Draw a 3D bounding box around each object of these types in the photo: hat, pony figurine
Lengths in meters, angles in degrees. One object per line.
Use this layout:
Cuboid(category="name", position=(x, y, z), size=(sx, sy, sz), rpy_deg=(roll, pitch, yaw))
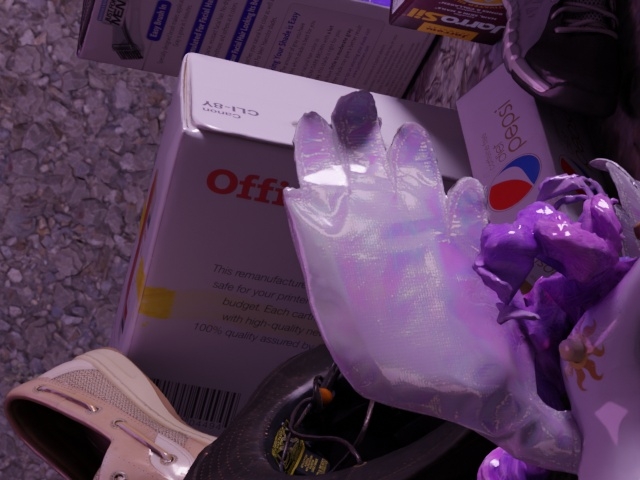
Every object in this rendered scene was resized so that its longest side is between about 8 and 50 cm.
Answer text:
Cuboid(category="hat", position=(0.069, 0.156, 1.449), size=(0.134, 0.331, 0.331), rpy_deg=(61, 176, -16))
Cuboid(category="pony figurine", position=(0.158, 0.075, 1.039), size=(0.363, 0.302, 0.351), rpy_deg=(-31, 57, 54))

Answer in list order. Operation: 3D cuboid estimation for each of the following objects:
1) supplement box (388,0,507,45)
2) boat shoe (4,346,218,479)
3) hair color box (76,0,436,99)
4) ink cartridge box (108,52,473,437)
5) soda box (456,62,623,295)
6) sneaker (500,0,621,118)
Cuboid(category="supplement box", position=(0.134, -0.236, 1.648), size=(0.188, 0.104, 0.081), rpy_deg=(140, 137, -72))
Cuboid(category="boat shoe", position=(-0.135, 0.209, 1.585), size=(0.341, 0.110, 0.122), rpy_deg=(34, 130, 42))
Cuboid(category="hair color box", position=(-0.061, -0.241, 1.968), size=(0.185, 0.338, 0.110), rpy_deg=(119, 157, -56))
Cuboid(category="ink cartridge box", position=(-0.032, 0.052, 1.765), size=(0.160, 0.279, 0.385), rpy_deg=(-99, 22, -59))
Cuboid(category="soda box", position=(0.158, -0.041, 1.413), size=(0.069, 0.074, 0.216), rpy_deg=(-40, 31, 22))
Cuboid(category="sneaker", position=(0.187, -0.193, 1.434), size=(0.229, 0.086, 0.132), rpy_deg=(-99, 25, -57))
